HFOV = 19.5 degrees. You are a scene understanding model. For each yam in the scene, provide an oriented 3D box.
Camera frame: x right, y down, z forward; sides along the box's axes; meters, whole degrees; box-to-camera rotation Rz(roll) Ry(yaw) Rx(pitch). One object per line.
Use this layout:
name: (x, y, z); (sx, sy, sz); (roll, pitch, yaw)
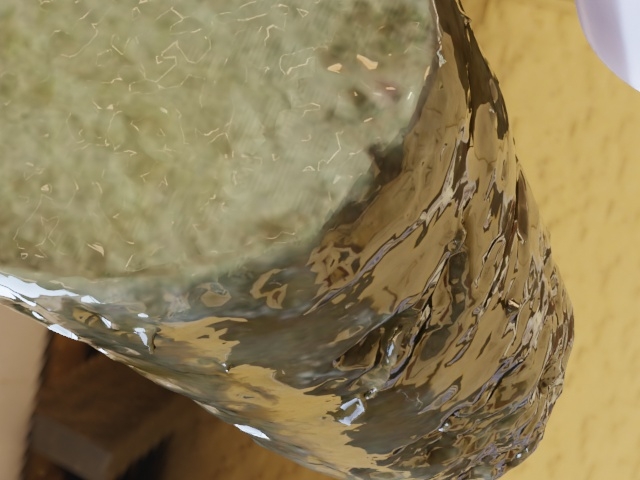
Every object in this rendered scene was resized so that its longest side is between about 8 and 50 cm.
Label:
yam: (0.000, 0.000, 0.507); (0.133, 0.133, 0.330); (-62, -25, -10)

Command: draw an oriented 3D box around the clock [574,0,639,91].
clock: (0.195, -0.137, 0.755); (0.197, 0.197, 0.068); (-48, -40, -25)
